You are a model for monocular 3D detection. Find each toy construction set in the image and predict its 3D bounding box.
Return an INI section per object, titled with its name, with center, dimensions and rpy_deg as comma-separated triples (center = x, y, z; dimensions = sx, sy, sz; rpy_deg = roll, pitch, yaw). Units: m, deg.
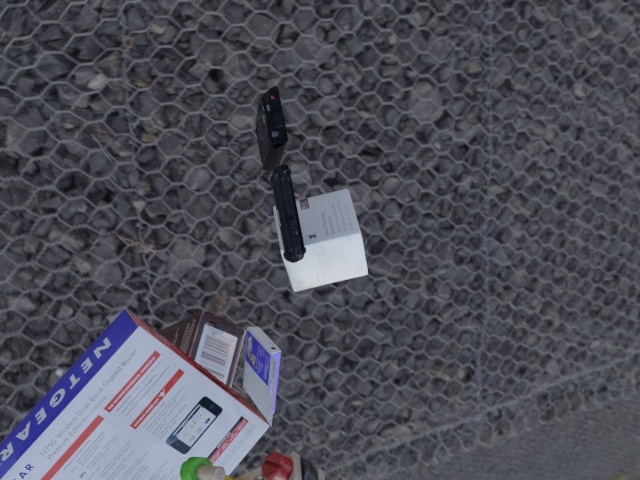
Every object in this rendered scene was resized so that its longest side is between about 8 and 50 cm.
[toy construction set]
center = -0.093, 0.411, 0.939
dimensions = 0.309, 0.237, 0.257
rpy_deg = 8, 72, -45

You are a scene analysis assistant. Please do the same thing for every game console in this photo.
[game console]
center = -0.086, -0.130, 1.455
dimensions = 0.044, 0.213, 0.361
rpy_deg = -9, 83, -10

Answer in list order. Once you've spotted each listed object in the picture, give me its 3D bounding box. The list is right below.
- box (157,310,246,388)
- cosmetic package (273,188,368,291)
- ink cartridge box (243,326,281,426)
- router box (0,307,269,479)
[box]
center = -0.363, 0.329, 1.783
dimensions = 0.143, 0.381, 0.191
rpy_deg = 30, 56, -29
[cosmetic package]
center = 0.000, 0.000, 1.596
dimensions = 0.184, 0.151, 0.151
rpy_deg = -14, 136, 0
[ink cartridge box]
center = -0.155, 0.375, 1.922
dimensions = 0.045, 0.208, 0.206
rpy_deg = -5, 113, -27
[router box]
center = -0.292, 0.322, 1.048
dimensions = 0.335, 0.082, 0.301
rpy_deg = -48, 122, -10
